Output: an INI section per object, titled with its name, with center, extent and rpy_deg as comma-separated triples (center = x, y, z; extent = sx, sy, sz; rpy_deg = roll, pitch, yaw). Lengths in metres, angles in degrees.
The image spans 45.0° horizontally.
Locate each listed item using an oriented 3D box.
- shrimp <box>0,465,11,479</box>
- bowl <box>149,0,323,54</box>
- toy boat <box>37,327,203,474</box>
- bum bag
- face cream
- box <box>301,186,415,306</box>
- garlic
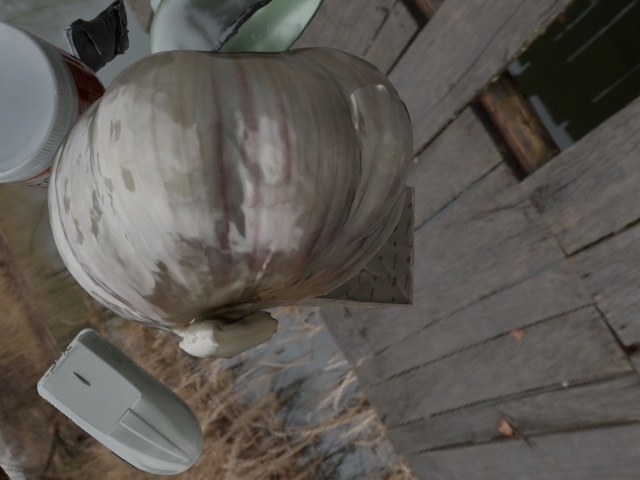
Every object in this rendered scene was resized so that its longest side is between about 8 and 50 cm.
[shrimp]
center = -0.509, 0.305, 1.020
extent = 0.066, 0.117, 0.262
rpy_deg = -34, 98, 40
[bowl]
center = -0.172, -0.398, 1.354
extent = 0.185, 0.354, 0.354
rpy_deg = 46, 156, 1
[toy boat]
center = -0.312, 0.266, 1.243
extent = 0.269, 0.140, 0.141
rpy_deg = 41, 162, -18
[bum bag]
center = -0.496, -0.462, 1.765
extent = 0.060, 0.248, 0.123
rpy_deg = 2, 124, 23
[face cream]
center = -0.402, -0.172, 1.024
extent = 0.201, 0.201, 0.187
rpy_deg = 59, -175, 3
[box]
center = 0.000, 0.000, 1.336
extent = 0.190, 0.297, 0.225
rpy_deg = -7, 79, 49
[garlic]
center = -0.071, -0.045, 0.650
extent = 0.322, 0.322, 0.241
rpy_deg = 8, 120, 61
